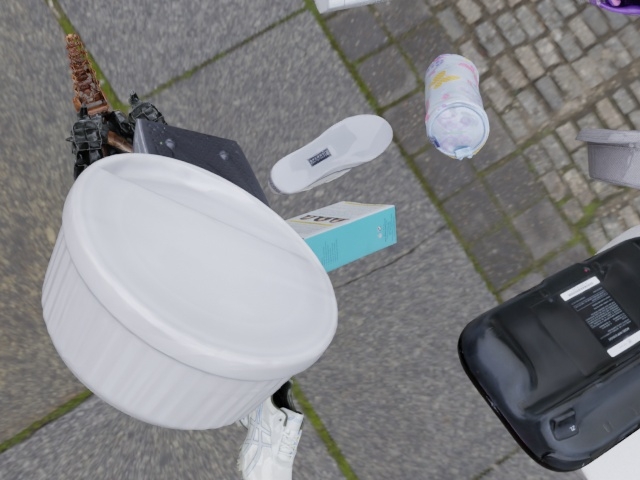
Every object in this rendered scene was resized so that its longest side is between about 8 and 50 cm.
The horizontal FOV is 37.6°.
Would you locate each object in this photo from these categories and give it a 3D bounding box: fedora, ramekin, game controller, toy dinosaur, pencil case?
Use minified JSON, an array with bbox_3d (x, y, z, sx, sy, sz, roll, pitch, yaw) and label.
[{"bbox_3d":[0.664,-0.169,1.950,0.275,0.244,0.124,-2,98,-21],"label":"fedora"},{"bbox_3d":[-0.127,0.052,0.866,0.273,0.273,0.127,35,117,-3],"label":"ramekin"},{"bbox_3d":[0.282,0.097,0.921,0.319,0.067,0.166,-22,56,-32],"label":"game controller"},{"bbox_3d":[-0.328,-0.144,1.433,0.164,0.218,0.322,-44,108,-14],"label":"toy dinosaur"},{"bbox_3d":[0.262,-0.264,1.825,0.113,0.273,0.124,-27,117,19],"label":"pencil case"}]

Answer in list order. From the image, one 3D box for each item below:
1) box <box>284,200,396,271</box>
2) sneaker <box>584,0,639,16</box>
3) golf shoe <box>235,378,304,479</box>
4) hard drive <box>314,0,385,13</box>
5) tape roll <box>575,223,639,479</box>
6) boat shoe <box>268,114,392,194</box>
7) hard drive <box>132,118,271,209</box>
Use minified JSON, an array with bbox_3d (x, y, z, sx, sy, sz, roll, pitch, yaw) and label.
[{"bbox_3d":[0.000,0.000,1.322,0.244,0.100,0.060,-21,111,-48],"label":"box"},{"bbox_3d":[0.344,-0.320,1.136,0.236,0.095,0.104,19,43,32],"label":"sneaker"},{"bbox_3d":[-0.055,0.244,1.146,0.069,0.086,0.176,25,39,-42],"label":"golf shoe"},{"bbox_3d":[0.118,-0.558,1.715,0.353,0.047,0.233,-19,95,-32],"label":"hard drive"},{"bbox_3d":[0.457,0.155,1.115,0.392,0.072,0.392,-1,98,-9],"label":"tape roll"},{"bbox_3d":[0.016,-0.162,1.851,0.267,0.088,0.096,-33,92,-15],"label":"boat shoe"},{"bbox_3d":[-0.129,-0.024,1.113,0.172,0.054,0.254,8,47,-44],"label":"hard drive"}]
